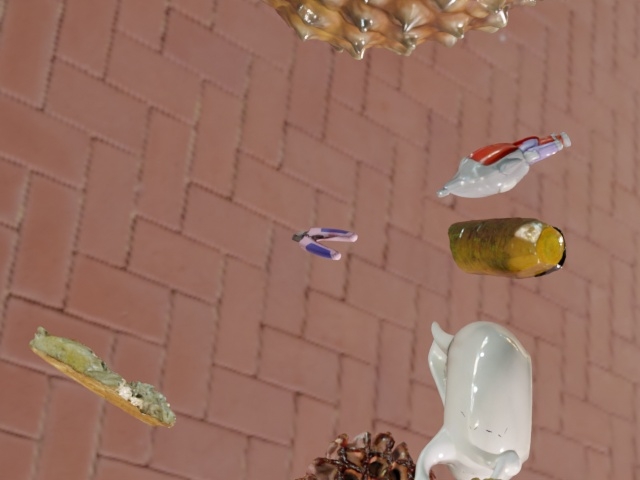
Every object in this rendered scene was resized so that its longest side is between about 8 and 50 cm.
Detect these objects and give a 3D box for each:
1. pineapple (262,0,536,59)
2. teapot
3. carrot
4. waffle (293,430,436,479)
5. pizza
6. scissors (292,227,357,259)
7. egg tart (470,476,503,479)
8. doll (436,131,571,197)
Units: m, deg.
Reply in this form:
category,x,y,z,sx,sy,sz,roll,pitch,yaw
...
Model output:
category,x,y,z,sx,sy,sz,roll,pitch,yaw
pineapple,0.110,-0.191,0.720,0.175,0.361,0.175,-5,96,-49
teapot,0.191,0.217,1.591,0.300,0.166,0.208,-63,168,-52
carrot,0.237,0.010,1.637,0.082,0.173,0.082,3,86,-38
waffle,0.077,0.356,1.660,0.234,0.055,0.221,-29,77,-44
pizza,-0.224,0.148,1.346,0.181,0.262,0.034,35,76,-14
scissors,0.000,0.000,1.407,0.039,0.113,0.012,-48,117,-16
egg tart,0.168,0.375,1.173,0.120,0.315,0.315,-14,88,-5
doll,0.275,-0.114,1.929,0.227,0.102,0.075,-26,98,-17
